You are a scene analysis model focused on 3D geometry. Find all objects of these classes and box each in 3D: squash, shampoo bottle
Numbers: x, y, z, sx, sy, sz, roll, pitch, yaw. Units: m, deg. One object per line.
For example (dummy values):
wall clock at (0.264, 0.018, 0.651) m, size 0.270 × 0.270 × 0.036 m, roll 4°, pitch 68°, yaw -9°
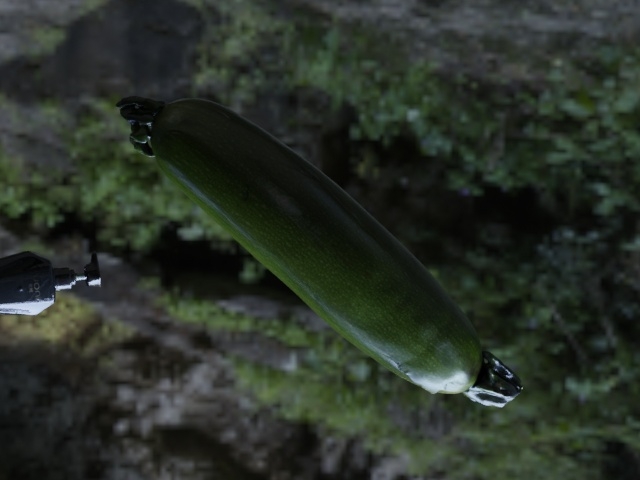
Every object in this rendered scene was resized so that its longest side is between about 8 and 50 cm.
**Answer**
squash at (0.000, 0.001, 0.981) m, size 0.318 × 0.071 × 0.080 m, roll 39°, pitch -163°, yaw 2°
shampoo bottle at (-0.228, 0.033, 1.135) m, size 0.137 × 0.048 × 0.027 m, roll -7°, pitch -162°, yaw -14°
